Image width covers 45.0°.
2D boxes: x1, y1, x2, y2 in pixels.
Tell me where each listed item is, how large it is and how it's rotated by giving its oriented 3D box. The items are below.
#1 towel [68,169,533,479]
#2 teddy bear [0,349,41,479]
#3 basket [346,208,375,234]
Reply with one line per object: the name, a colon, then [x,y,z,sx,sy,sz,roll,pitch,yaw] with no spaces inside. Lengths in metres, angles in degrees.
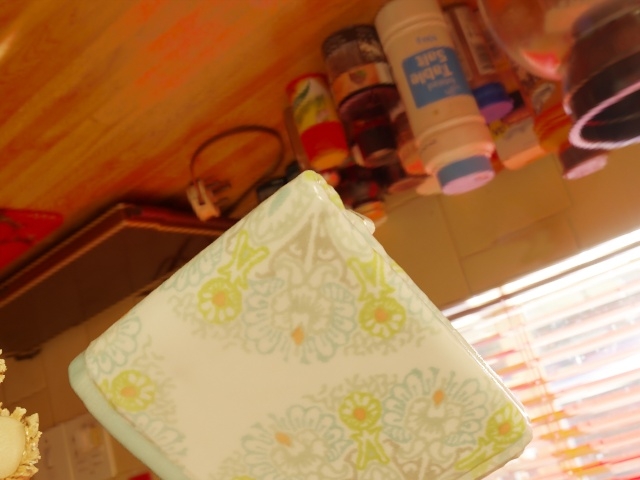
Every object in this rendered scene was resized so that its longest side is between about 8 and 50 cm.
towel: [-0.011,0.159,0.776,0.321,0.374,0.090,-39,-162,12]
teddy bear: [-0.379,0.208,0.596,0.338,0.245,0.113,-49,161,-21]
basket: [0.000,0.000,1.102,0.103,0.113,0.167,23,-176,-7]
